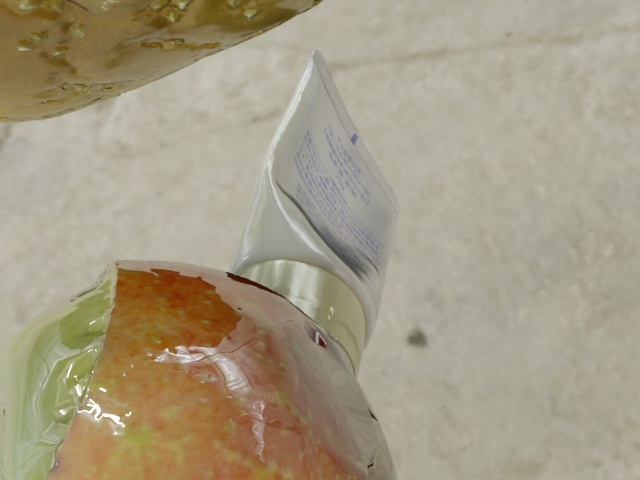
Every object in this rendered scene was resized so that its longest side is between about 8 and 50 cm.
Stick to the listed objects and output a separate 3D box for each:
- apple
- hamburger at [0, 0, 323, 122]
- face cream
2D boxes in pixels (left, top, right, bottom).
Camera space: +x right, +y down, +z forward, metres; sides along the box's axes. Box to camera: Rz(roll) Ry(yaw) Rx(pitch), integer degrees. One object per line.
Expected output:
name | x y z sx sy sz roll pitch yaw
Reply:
apple | -0.051 0.115 0.516 0.174 0.207 0.188 -1 18 -18
hamburger | -0.109 -0.159 0.598 0.285 0.265 0.134 -18 44 28
face cream | 0.000 0.000 0.742 0.070 0.114 0.224 -18 29 21
